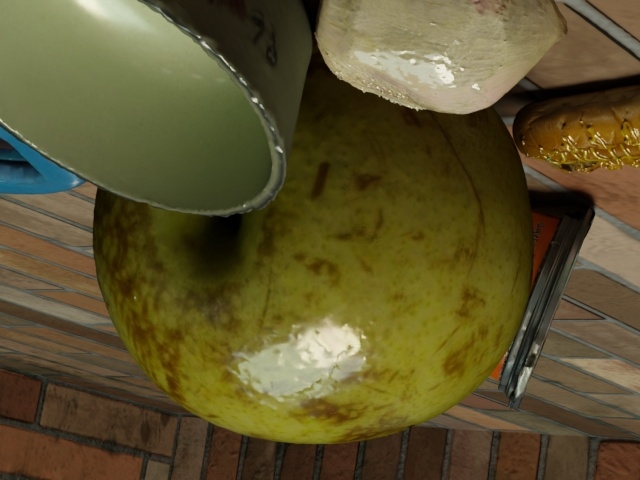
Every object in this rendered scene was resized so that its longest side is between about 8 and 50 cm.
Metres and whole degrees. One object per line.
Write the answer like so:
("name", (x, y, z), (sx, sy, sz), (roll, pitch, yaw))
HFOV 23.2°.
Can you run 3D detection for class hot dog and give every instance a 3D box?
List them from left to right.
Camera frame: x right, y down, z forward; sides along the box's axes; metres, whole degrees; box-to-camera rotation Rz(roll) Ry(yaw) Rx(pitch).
("hot dog", (0.202, -0.073, 1.002), (0.165, 0.045, 0.071), (-4, 160, 46))

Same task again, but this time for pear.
("pear", (0.000, 0.000, 0.982), (0.283, 0.284, 0.283), (8, 167, 2))

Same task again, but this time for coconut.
("coconut", (0.063, -0.116, 0.787), (0.124, 0.110, 0.110), (15, 167, 2))

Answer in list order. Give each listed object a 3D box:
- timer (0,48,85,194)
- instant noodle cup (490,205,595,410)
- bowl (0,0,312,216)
("timer", (-0.313, -0.121, 0.987), (0.340, 0.115, 0.309), (7, 166, 8))
("instant noodle cup", (0.136, 0.034, 1.279), (0.125, 0.178, 0.208), (22, -160, 9))
("bowl", (-0.093, -0.116, 0.802), (0.211, 0.112, 0.211), (20, 152, 11))
